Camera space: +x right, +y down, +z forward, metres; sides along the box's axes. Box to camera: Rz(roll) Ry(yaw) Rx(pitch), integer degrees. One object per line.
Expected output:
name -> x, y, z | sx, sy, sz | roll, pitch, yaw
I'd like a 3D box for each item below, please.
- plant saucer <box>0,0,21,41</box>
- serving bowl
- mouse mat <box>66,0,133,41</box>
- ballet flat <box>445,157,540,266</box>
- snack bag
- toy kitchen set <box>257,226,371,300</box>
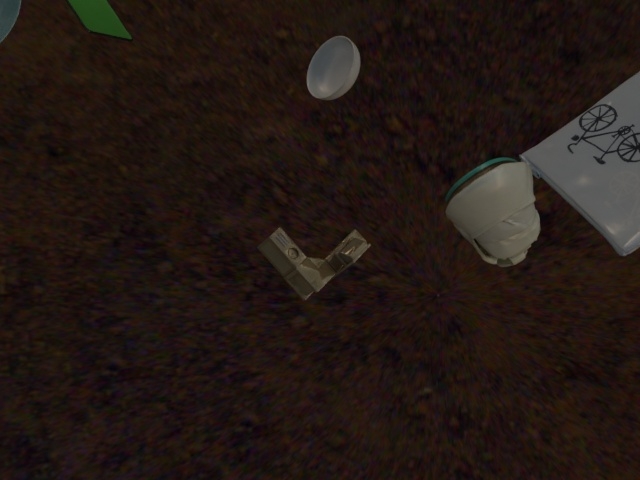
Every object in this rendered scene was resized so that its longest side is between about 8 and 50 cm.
plant saucer -> -0.506, -0.327, 1.592 | 0.194, 0.037, 0.195 | 1, 78, -4
serving bowl -> 0.021, -0.210, 1.439 | 0.083, 0.027, 0.083 | -22, 57, 39
mouse mat -> -0.378, -0.393, 1.825 | 0.007, 0.152, 0.190 | -39, 81, 17
ballet flat -> 0.264, -0.029, 1.693 | 0.139, 0.400, 0.139 | -1, 85, 7
snack bag -> 0.508, -0.138, 1.731 | 0.342, 0.323, 0.037 | -35, 128, 0
toy kitchen set -> 0.000, 0.000, 1.158 | 0.075, 0.068, 0.083 | 48, 57, -3
